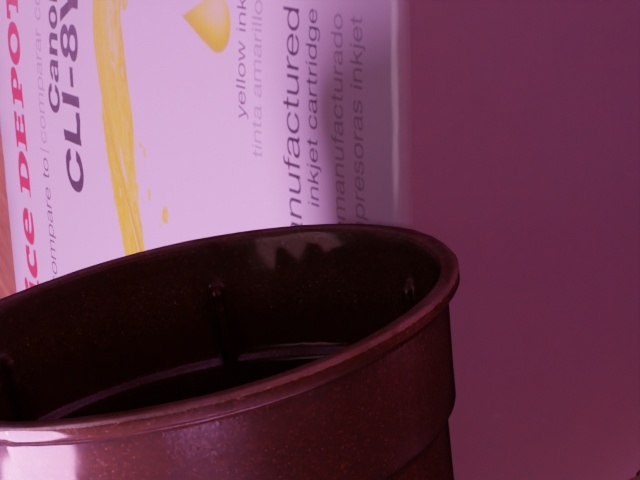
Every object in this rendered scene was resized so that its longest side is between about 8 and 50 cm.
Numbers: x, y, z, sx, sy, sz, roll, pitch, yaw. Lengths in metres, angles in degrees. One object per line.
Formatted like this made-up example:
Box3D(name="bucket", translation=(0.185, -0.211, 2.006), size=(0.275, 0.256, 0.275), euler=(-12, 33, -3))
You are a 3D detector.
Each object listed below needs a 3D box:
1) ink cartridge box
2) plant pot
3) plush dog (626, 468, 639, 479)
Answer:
Box3D(name="ink cartridge box", translation=(0.000, 0.000, 0.797), size=(0.385, 0.160, 0.279), euler=(22, 118, 59))
Box3D(name="plant pot", translation=(-0.026, 0.098, 0.562), size=(0.167, 0.167, 0.165), euler=(17, 122, 60))
Box3D(name="plush dog", translation=(0.150, 0.142, 0.496), size=(0.225, 0.262, 0.210), euler=(49, 120, 42))
